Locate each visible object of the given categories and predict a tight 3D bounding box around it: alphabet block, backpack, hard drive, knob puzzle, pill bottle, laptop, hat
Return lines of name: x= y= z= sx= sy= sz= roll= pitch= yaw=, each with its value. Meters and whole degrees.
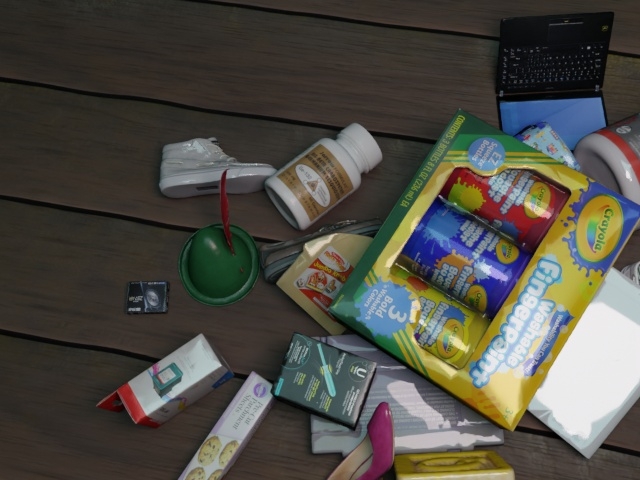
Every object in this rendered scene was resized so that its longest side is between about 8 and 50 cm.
alphabet block: x=0.223 y=0.469 z=1.182 sx=0.192 sy=0.193 sz=0.197 roll=-5 pitch=83 yaw=1
backpack: x=0.412 y=-0.137 z=1.436 sx=0.173 sy=0.117 sz=0.158 roll=-30 pitch=81 yaw=2
hard drive: x=0.505 y=0.215 z=1.308 sx=0.203 sy=0.040 sz=0.307 roll=39 pitch=90 yaw=20
knob puzzle: x=0.037 y=0.067 z=1.393 sx=0.213 sy=0.030 sz=0.213 roll=-2 pitch=102 yaw=-10
pill bottle: x=0.010 y=-0.136 z=1.462 sx=0.229 sy=0.131 sz=0.131 roll=-38 pitch=72 yaw=-11
laptop: x=0.499 y=-0.325 z=1.489 sx=0.234 sy=0.264 sz=0.137 roll=-3 pitch=34 yaw=3
pill bottle: x=0.703 y=-0.172 z=1.383 sx=0.362 sy=0.210 sz=0.210 roll=-23 pitch=70 yaw=-5
hat: x=-0.220 y=0.008 z=1.400 sx=0.173 sy=0.183 sz=0.209 roll=-17 pitch=70 yaw=-1

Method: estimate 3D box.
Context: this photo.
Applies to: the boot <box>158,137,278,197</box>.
boot: x=-0.217 y=-0.168 z=1.511 sx=0.258 sy=0.095 sz=0.123 roll=-4 pitch=70 yaw=0

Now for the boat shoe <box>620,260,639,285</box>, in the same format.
boat shoe: x=0.638 y=0.146 z=1.345 sx=0.083 sy=0.076 sz=0.226 roll=-23 pitch=71 yaw=-4

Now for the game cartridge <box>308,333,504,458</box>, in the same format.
game cartridge: x=0.155 y=0.288 z=1.342 sx=0.355 sy=0.068 sz=0.230 roll=-3 pitch=74 yaw=3

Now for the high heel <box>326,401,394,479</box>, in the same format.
high heel: x=0.062 y=0.378 z=1.241 sx=0.117 sy=0.244 sz=0.082 roll=3 pitch=35 yaw=-4

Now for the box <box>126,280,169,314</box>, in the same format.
box: x=-0.356 y=0.118 z=1.459 sx=0.083 sy=0.018 sz=0.067 roll=-1 pitch=70 yaw=4

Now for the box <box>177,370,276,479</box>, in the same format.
box: x=-0.191 y=0.399 z=1.324 sx=0.067 sy=0.063 sz=0.324 roll=32 pitch=76 yaw=13

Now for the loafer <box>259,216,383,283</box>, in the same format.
loafer: x=0.000 y=0.000 z=1.438 sx=0.267 sy=0.096 sz=0.084 roll=-22 pitch=63 yaw=-1

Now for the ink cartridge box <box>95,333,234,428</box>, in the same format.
ink cartridge box: x=-0.288 y=0.281 z=1.335 sx=0.231 sy=0.134 sz=0.078 roll=-34 pitch=72 yaw=-7

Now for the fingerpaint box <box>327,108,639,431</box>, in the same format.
fingerpaint box: x=0.289 y=0.050 z=1.273 sx=0.371 sy=0.163 sz=0.445 roll=33 pitch=84 yaw=14

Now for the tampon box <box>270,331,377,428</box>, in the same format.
tampon box: x=0.009 y=0.256 z=1.281 sx=0.161 sy=0.101 sz=0.120 roll=20 pitch=74 yaw=10
